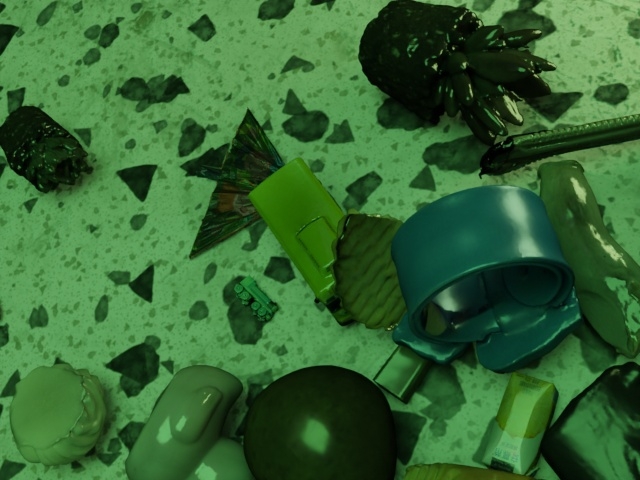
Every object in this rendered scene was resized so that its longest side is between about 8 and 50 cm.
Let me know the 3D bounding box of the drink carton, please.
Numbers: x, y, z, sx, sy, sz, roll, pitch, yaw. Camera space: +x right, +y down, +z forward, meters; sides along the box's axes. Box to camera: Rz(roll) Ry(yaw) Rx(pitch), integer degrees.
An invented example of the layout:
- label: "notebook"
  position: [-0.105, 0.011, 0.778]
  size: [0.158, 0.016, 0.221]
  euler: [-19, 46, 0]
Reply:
- label: "drink carton"
  position: [0.288, 0.301, 1.308]
  size: [0.084, 0.074, 0.200]
  euler: [17, 76, 25]

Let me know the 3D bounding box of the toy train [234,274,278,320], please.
- label: "toy train"
  position: [-0.113, 0.103, 1.555]
  size: [0.045, 0.029, 0.092]
  euler: [-40, 65, -18]

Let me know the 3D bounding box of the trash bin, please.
- label: "trash bin"
  position: [0.136, 0.206, 1.420]
  size: [0.061, 0.043, 0.092]
  euler: [32, 78, 27]

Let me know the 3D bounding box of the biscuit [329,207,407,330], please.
- label: "biscuit"
  position: [0.113, 0.053, 1.391]
  size: [0.036, 0.273, 0.187]
  euler: [29, 102, 52]

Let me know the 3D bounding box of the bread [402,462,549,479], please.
- label: "bread"
  position: [0.221, 0.417, 1.192]
  size: [0.288, 0.204, 0.156]
  euler: [12, 36, 16]

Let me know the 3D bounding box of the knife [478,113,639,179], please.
- label: "knife"
  position: [0.431, -0.168, 1.433]
  size: [0.365, 0.089, 0.043]
  euler: [-13, 68, 7]

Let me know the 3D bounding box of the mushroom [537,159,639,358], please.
- label: "mushroom"
  position: [0.418, 0.019, 1.367]
  size: [0.109, 0.097, 0.351]
  euler: [-24, 61, 6]

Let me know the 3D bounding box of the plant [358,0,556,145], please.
- label: "plant"
  position: [0.235, -0.296, 1.511]
  size: [0.320, 0.182, 0.194]
  euler: [30, 76, 25]

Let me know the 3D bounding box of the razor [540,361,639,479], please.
- label: "razor"
  position: [0.475, 0.340, 1.206]
  size: [0.204, 0.113, 0.349]
  euler: [-42, 60, -2]

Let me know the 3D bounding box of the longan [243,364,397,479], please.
- label: "longan"
  position: [-0.003, 0.305, 1.337]
  size: [0.246, 0.215, 0.246]
  euler: [-27, 50, 36]

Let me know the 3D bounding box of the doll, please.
- label: "doll"
  position: [-0.185, 0.330, 1.412]
  size: [0.221, 0.221, 0.251]
  euler: [11, 57, 23]

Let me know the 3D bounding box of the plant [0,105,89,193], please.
- label: "plant"
  position: [-0.550, -0.174, 1.762]
  size: [0.132, 0.129, 0.194]
  euler: [-47, 59, -1]

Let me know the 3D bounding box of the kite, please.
- label: "kite"
  position: [-0.137, -0.101, 1.649]
  size: [0.233, 0.016, 0.321]
  euler: [12, 74, 25]

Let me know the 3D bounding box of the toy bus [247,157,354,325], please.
- label: "toy bus"
  position: [0.000, 0.000, 1.487]
  size: [0.128, 0.150, 0.262]
  euler: [-36, 60, 1]

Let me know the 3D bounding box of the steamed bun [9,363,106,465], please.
- label: "steamed bun"
  position: [-0.449, 0.303, 1.547]
  size: [0.182, 0.106, 0.183]
  euler: [-6, 65, 13]

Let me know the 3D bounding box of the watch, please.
- label: "watch"
  position: [0.205, 0.055, 1.291]
  size: [0.305, 0.274, 0.242]
  euler: [-27, 56, 18]
